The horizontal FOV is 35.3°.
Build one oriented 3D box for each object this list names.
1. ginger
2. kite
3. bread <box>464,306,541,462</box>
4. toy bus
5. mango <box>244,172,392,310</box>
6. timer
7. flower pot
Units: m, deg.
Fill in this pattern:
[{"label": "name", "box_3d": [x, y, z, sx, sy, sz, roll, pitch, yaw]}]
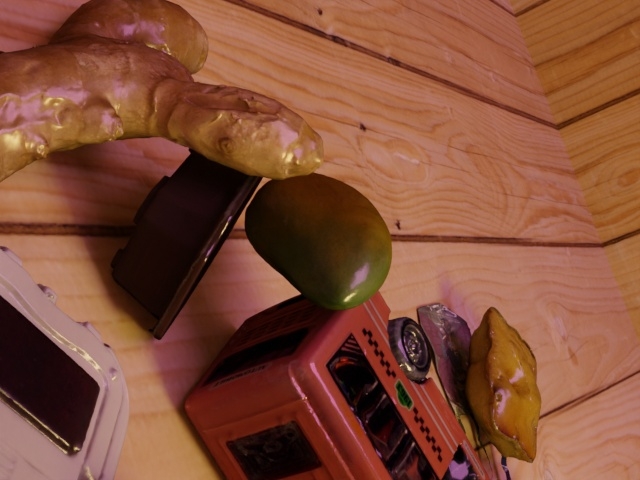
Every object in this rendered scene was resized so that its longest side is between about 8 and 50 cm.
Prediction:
[{"label": "ginger", "box_3d": [-0.218, -0.163, 0.993, 0.348, 0.122, 0.363, -1, 40, -32]}, {"label": "kite", "box_3d": [0.245, 0.267, 1.627, 0.204, 0.022, 0.361, 16, 55, -56]}, {"label": "bread", "box_3d": [0.293, 0.238, 1.626, 0.160, 0.088, 0.233, 40, 35, -28]}, {"label": "toy bus", "box_3d": [0.054, 0.271, 1.083, 0.427, 0.203, 0.233, 60, 32, -11]}, {"label": "mango", "box_3d": [0.005, -0.003, 1.055, 0.237, 0.137, 0.091, 44, -36, 49]}, {"label": "timer", "box_3d": [-0.253, 0.122, 0.761, 0.262, 0.087, 0.237, 51, 31, -32]}, {"label": "flower pot", "box_3d": [-0.133, -0.025, 1.037, 0.084, 0.179, 0.251, 31, 33, -4]}]
